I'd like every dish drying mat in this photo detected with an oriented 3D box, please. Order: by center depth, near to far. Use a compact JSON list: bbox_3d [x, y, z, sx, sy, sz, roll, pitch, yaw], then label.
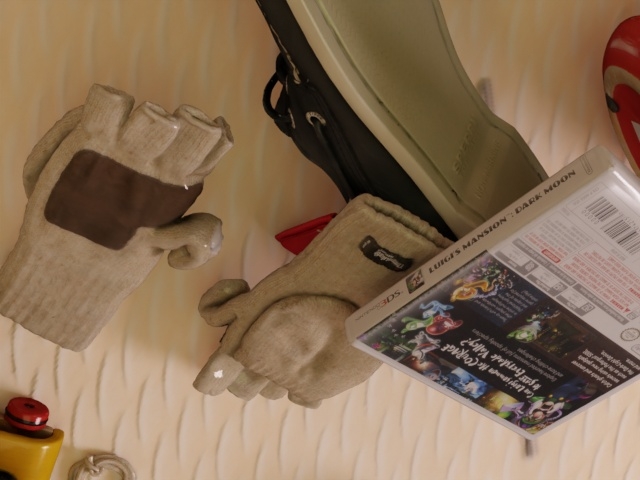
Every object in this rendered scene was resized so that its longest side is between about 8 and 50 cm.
[{"bbox_3d":[0.000,0.000,0.643,0.032,0.083,0.008,33,69,-18],"label":"dish drying mat"}]

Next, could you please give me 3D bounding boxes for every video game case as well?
[{"bbox_3d":[0.138,0.042,0.597,0.173,0.022,0.190,-37,134,24],"label":"video game case"}]

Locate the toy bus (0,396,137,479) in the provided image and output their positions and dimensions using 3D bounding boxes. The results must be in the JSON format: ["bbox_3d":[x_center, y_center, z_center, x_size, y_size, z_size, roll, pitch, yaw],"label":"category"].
[{"bbox_3d":[-0.237,0.146,0.621,0.202,0.104,0.191,-26,108,-3],"label":"toy bus"}]

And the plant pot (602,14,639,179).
[{"bbox_3d":[0.276,-0.091,0.617,0.174,0.191,0.191,-27,108,2],"label":"plant pot"}]

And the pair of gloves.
[{"bbox_3d":[-0.065,0.014,0.616,0.240,0.042,0.204,23,130,-12],"label":"pair of gloves"}]

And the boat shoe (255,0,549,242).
[{"bbox_3d":[0.026,-0.082,0.613,0.340,0.113,0.127,49,47,-27],"label":"boat shoe"}]
